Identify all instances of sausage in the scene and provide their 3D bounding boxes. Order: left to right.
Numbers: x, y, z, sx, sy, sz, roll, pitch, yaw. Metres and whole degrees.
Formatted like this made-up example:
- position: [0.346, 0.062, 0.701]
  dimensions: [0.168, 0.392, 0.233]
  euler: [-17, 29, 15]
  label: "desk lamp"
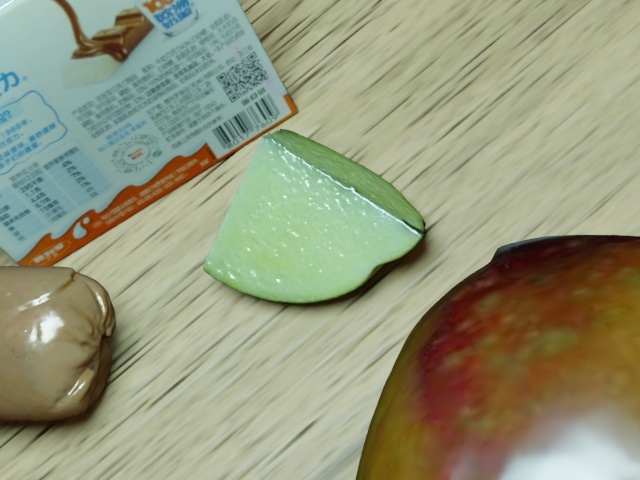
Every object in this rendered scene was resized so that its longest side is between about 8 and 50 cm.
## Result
- position: [-0.302, 0.079, 0.987]
  dimensions: [0.304, 0.121, 0.121]
  euler: [0, 63, 19]
  label: "sausage"

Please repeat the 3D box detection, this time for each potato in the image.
- position: [0.000, 0.000, 0.974]
  dimensions: [0.149, 0.081, 0.120]
  euler: [32, 107, 13]
  label: "potato"

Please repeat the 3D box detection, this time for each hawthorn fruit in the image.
- position: [0.156, 0.156, 0.693]
  dimensions: [0.324, 0.308, 0.308]
  euler: [-33, 57, -18]
  label: "hawthorn fruit"

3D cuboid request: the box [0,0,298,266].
- position: [-0.177, -0.113, 0.964]
  dimensions: [0.273, 0.265, 0.048]
  euler: [-31, 57, 0]
  label: "box"
